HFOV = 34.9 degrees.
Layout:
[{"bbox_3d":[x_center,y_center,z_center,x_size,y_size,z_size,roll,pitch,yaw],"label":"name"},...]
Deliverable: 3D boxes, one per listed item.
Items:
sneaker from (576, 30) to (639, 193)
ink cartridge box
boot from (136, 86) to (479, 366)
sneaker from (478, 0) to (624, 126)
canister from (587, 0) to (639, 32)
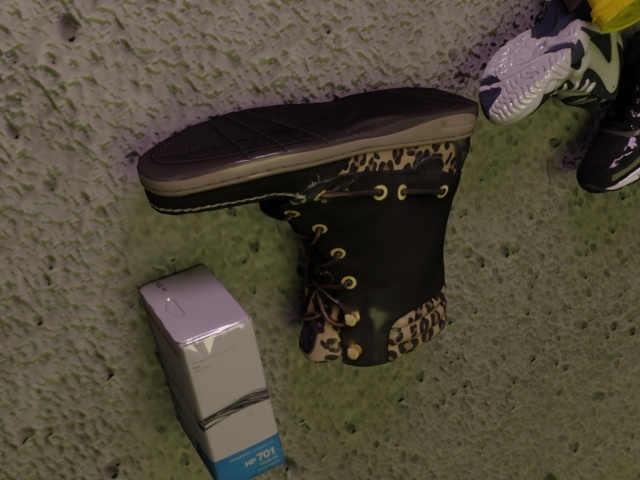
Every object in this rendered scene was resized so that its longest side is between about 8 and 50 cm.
[{"bbox_3d":[0.393,-0.186,1.240,0.283,0.107,0.124,-46,112,-9],"label":"sneaker"},{"bbox_3d":[-0.114,0.142,1.070,0.082,0.139,0.190,-20,121,-19],"label":"ink cartridge box"},{"bbox_3d":[0.000,0.000,1.074,0.377,0.138,0.284,-16,120,-31],"label":"boot"},{"bbox_3d":[0.275,-0.178,1.146,0.235,0.094,0.153,-57,133,-28],"label":"sneaker"},{"bbox_3d":[0.302,-0.320,1.047,0.073,0.170,0.126,-15,164,-44],"label":"canister"}]
